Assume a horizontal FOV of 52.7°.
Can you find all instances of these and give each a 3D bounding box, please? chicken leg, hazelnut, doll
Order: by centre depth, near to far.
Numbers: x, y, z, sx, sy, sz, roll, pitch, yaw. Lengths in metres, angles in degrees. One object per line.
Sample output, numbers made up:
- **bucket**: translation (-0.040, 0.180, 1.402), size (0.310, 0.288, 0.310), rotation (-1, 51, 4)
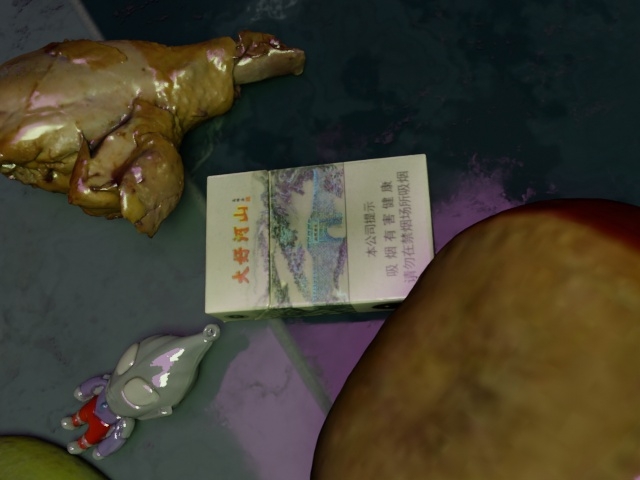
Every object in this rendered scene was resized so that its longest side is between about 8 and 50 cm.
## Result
- **hazelnut**: translation (0.181, 0.168, 0.531), size (0.359, 0.359, 0.409), rotation (39, 81, 18)
- **doll**: translation (-0.201, 0.164, 0.735), size (0.227, 0.075, 0.102), rotation (-35, 61, 13)
- **chicken leg**: translation (-0.196, -0.134, 0.768), size (0.409, 0.182, 0.295), rotation (-20, 53, -12)

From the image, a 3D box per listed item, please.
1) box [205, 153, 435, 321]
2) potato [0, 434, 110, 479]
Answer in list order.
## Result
- **box**: translation (0.000, 0.000, 0.739), size (0.256, 0.069, 0.164), rotation (-5, 74, 10)
- **potato**: translation (-0.361, 0.332, 0.701), size (0.269, 0.112, 0.255), rotation (-43, 70, -4)
